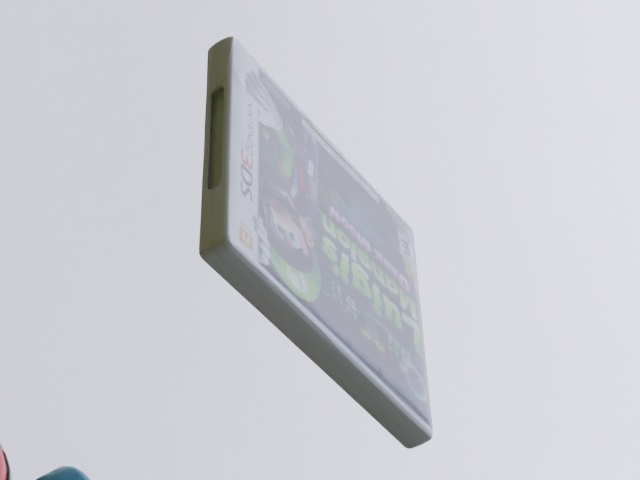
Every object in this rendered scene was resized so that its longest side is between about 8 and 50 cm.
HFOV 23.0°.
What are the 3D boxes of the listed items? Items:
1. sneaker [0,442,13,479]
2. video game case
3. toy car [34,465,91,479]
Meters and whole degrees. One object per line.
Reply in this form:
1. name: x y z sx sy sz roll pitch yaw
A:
1. sneaker: -0.443 0.266 1.573 0.107 0.279 0.118 15 -55 50
2. video game case: 0.000 0.000 0.880 0.022 0.190 0.173 -28 -142 22
3. toy car: -0.221 0.311 1.299 0.238 0.219 0.210 -7 -78 49
